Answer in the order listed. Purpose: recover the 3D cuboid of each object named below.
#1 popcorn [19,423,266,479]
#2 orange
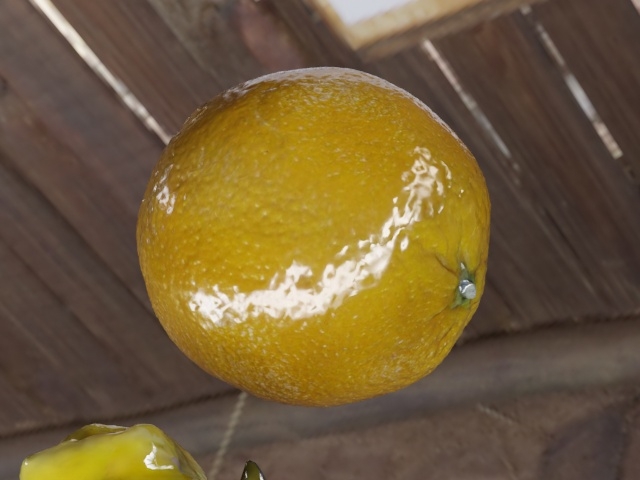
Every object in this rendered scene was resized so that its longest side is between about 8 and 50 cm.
[{"bbox_3d":[-0.107,0.277,0.946,0.281,0.315,0.297,-27,16,-3],"label":"popcorn"},{"bbox_3d":[0.000,0.000,1.051,0.264,0.264,0.264,-29,29,18],"label":"orange"}]
